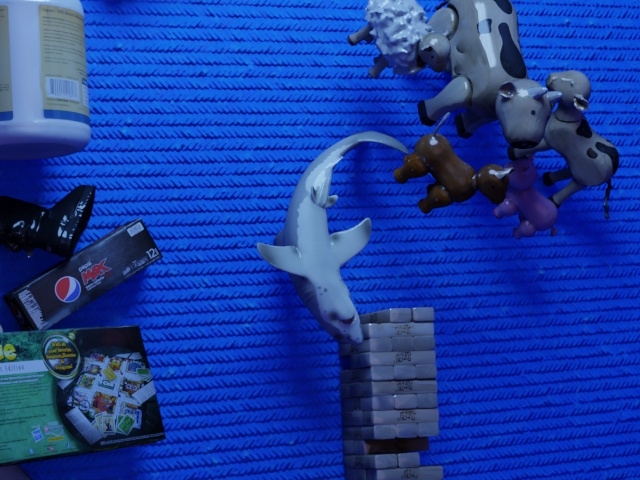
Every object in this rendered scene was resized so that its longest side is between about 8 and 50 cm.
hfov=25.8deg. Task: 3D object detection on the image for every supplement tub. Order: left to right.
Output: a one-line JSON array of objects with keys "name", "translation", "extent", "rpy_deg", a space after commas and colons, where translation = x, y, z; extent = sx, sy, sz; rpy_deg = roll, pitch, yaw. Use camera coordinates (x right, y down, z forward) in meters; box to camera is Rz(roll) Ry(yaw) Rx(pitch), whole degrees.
[{"name": "supplement tub", "translation": [-0.323, -0.193, 1.501], "extent": [0.144, 0.144, 0.200], "rpy_deg": [-2, 85, -24]}]

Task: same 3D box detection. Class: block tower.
[{"name": "block tower", "translation": [0.085, 0.251, 1.657], "extent": [0.091, 0.097, 0.335], "rpy_deg": [0, 82, -23]}]

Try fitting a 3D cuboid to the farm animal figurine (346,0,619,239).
[{"name": "farm animal figurine", "translation": [0.227, -0.170, 1.685], "extent": [0.330, 0.172, 0.327], "rpy_deg": [-9, 73, -48]}]

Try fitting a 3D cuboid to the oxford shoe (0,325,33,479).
[{"name": "oxford shoe", "translation": [-0.367, 0.154, 1.449], "extent": [0.146, 0.140, 0.397], "rpy_deg": [-38, 100, -28]}]

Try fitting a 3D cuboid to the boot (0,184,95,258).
[{"name": "boot", "translation": [-0.309, -0.029, 1.538], "extent": [0.099, 0.045, 0.121], "rpy_deg": [13, 41, 2]}]

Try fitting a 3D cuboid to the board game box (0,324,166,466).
[{"name": "board game box", "translation": [-0.273, 0.160, 1.467], "extent": [0.259, 0.030, 0.136], "rpy_deg": [2, 72, -53]}]

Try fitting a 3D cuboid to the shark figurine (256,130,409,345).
[{"name": "shark figurine", "translation": [-0.010, -0.027, 1.637], "extent": [0.166, 0.116, 0.278], "rpy_deg": [20, 69, -26]}]

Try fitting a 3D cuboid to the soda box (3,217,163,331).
[{"name": "soda box", "translation": [-0.262, 0.040, 1.547], "extent": [0.169, 0.060, 0.053], "rpy_deg": [-32, 99, -24]}]
